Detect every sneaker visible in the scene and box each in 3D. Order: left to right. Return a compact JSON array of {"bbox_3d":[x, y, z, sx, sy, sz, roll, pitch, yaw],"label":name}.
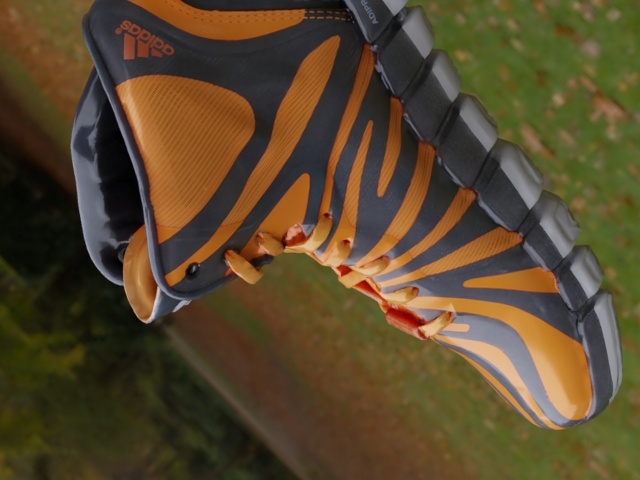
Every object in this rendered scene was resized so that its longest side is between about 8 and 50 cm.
[{"bbox_3d":[0.000,0.000,0.771,0.321,0.180,0.124,53,160,-19],"label":"sneaker"}]
